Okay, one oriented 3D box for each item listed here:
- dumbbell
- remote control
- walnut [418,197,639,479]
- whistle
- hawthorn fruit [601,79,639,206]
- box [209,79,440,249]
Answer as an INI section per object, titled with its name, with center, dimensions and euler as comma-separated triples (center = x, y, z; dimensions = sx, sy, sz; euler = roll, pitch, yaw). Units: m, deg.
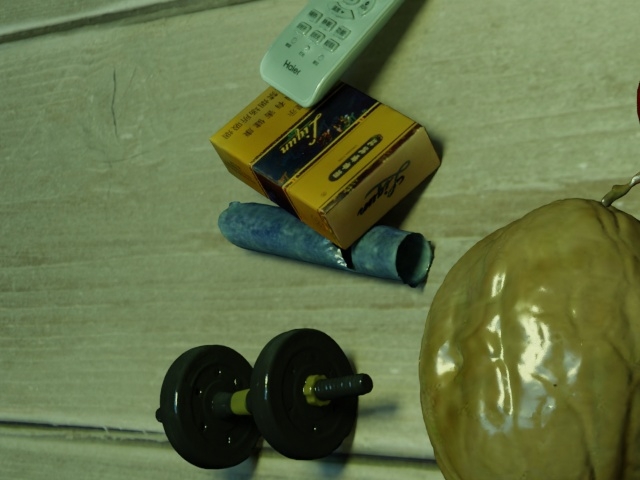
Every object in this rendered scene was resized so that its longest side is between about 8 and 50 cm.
[dumbbell]
center = -0.068, 0.177, 1.934
dimensions = 0.325, 0.143, 0.143
euler = -12, 68, 42
[remote control]
center = 0.054, -0.276, 1.993
dimensions = 0.293, 0.051, 0.103
euler = -50, 48, -3
[walnut]
center = 0.221, 0.120, 1.578
dimensions = 0.252, 0.277, 0.313
euler = -7, 62, 11
[whistle]
center = 0.000, 0.000, 1.988
dimensions = 0.304, 0.062, 0.062
euler = 12, 85, 47
[hawthorn fruit]
center = 0.361, -0.105, 1.519
dimensions = 0.272, 0.242, 0.242
euler = -40, 48, 2
[box]
center = 0.002, -0.101, 1.972
dimensions = 0.152, 0.070, 0.237
euler = -41, 40, -13
